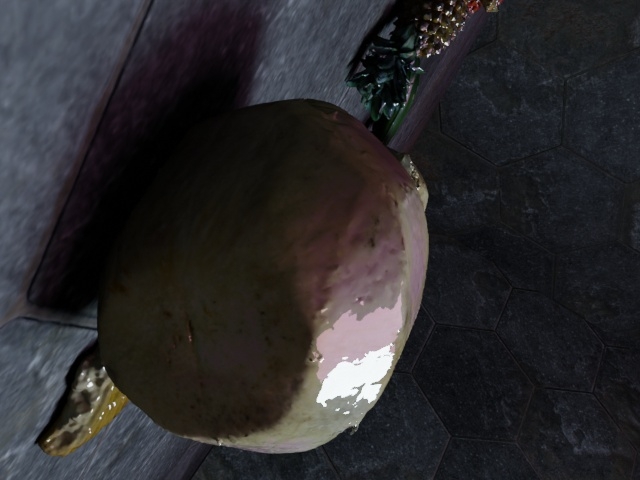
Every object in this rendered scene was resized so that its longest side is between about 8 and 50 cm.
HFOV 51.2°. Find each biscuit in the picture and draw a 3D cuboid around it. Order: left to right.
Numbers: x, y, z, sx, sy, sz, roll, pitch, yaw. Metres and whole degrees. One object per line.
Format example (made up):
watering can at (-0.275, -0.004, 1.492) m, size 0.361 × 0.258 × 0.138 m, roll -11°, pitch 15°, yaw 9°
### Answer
biscuit at (-0.144, 0.072, 0.575) m, size 0.228 × 0.031 × 0.176 m, roll -57°, pitch 177°, yaw 8°

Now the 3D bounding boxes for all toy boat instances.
toy boat at (0.133, -0.243, 1.213) m, size 0.104 × 0.052 × 0.210 m, roll -75°, pitch -171°, yaw -45°

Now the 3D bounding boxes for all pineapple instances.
pineapple at (0.116, -0.247, 0.828) m, size 0.221 × 0.083 × 0.103 m, roll -53°, pitch 173°, yaw -23°

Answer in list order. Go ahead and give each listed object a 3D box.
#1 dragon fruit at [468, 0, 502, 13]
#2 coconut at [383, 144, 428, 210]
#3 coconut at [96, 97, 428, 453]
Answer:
dragon fruit at (0.217, -0.372, 0.921) m, size 0.162 × 0.106 × 0.083 m, roll -57°, pitch 175°, yaw 29°
coconut at (0.098, -0.083, 1.177) m, size 0.194 × 0.194 × 0.194 m, roll -57°, pitch 175°, yaw -7°
coconut at (-0.027, 0.021, 0.456) m, size 0.237 × 0.197 × 0.237 m, roll -57°, pitch 170°, yaw -16°
